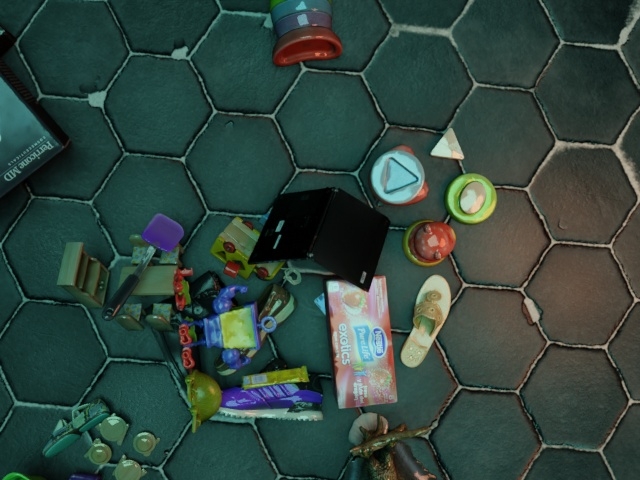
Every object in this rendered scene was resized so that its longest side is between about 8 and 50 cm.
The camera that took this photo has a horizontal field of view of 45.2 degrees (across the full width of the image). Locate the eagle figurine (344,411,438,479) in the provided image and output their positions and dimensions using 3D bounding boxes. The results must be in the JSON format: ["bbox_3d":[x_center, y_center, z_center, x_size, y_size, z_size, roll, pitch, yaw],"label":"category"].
[{"bbox_3d":[0.160,0.581,1.833,0.226,0.225,0.298,5,124,37],"label":"eagle figurine"}]

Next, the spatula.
[{"bbox_3d":[-0.408,0.061,1.746,0.084,0.030,0.296,29,62,-2],"label":"spatula"}]

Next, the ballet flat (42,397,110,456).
[{"bbox_3d":[-0.598,0.448,1.863,0.188,0.070,0.070,-34,89,-5],"label":"ballet flat"}]

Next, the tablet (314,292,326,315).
[{"bbox_3d":[0.029,0.166,1.914,0.054,0.006,0.083,-39,88,-3],"label":"tablet"}]

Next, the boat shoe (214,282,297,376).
[{"bbox_3d":[-0.176,0.207,1.855,0.257,0.095,0.095,-48,116,-13],"label":"boat shoe"}]

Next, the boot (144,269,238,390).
[{"bbox_3d":[-0.286,0.218,1.857,0.207,0.094,0.246,-28,82,1],"label":"boot"}]

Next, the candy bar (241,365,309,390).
[{"bbox_3d":[-0.109,0.326,1.812,0.161,0.018,0.040,-8,63,-4],"label":"candy bar"}]

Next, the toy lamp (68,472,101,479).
[{"bbox_3d":[-0.475,0.626,1.844,0.274,0.080,0.080,18,87,-1],"label":"toy lamp"}]

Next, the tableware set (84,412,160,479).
[{"bbox_3d":[-0.484,0.509,1.868,0.168,0.020,0.141,34,92,-10],"label":"tableware set"}]

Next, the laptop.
[{"bbox_3d":[0.000,0.000,1.825,0.264,0.136,0.234,-6,44,29],"label":"laptop"}]

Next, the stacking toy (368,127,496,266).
[{"bbox_3d":[0.283,-0.117,1.872,0.279,0.130,0.309,-32,89,-2],"label":"stacking toy"}]

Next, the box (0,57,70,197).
[{"bbox_3d":[-0.822,-0.286,1.752,0.293,0.212,0.395,-39,109,-3],"label":"box"}]

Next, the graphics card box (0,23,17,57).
[{"bbox_3d":[-0.963,-0.544,1.874,0.371,0.094,0.233,45,87,-1],"label":"graphics card box"}]

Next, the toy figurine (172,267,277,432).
[{"bbox_3d":[-0.200,0.230,1.724,0.217,0.191,0.363,-8,91,-7],"label":"toy figurine"}]

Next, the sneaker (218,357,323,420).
[{"bbox_3d":[-0.136,0.356,1.862,0.293,0.102,0.146,5,81,-5],"label":"sneaker"}]

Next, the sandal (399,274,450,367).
[{"bbox_3d":[0.264,0.201,1.882,0.088,0.079,0.240,22,87,-1],"label":"sandal"}]

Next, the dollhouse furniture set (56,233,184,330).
[{"bbox_3d":[-0.459,0.085,1.792,0.242,0.161,0.212,-1,64,10],"label":"dollhouse furniture set"}]

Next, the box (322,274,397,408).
[{"bbox_3d":[0.090,0.235,1.836,0.142,0.154,0.300,-5,88,-4],"label":"box"}]

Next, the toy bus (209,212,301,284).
[{"bbox_3d":[-0.168,0.042,1.864,0.191,0.104,0.202,1,58,-28],"label":"toy bus"}]

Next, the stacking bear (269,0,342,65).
[{"bbox_3d":[-0.053,-0.600,1.877,0.175,0.164,0.289,-9,83,-2],"label":"stacking bear"}]

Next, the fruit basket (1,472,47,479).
[{"bbox_3d":[-0.621,0.725,1.694,0.392,0.392,0.283,33,87,0],"label":"fruit basket"}]
